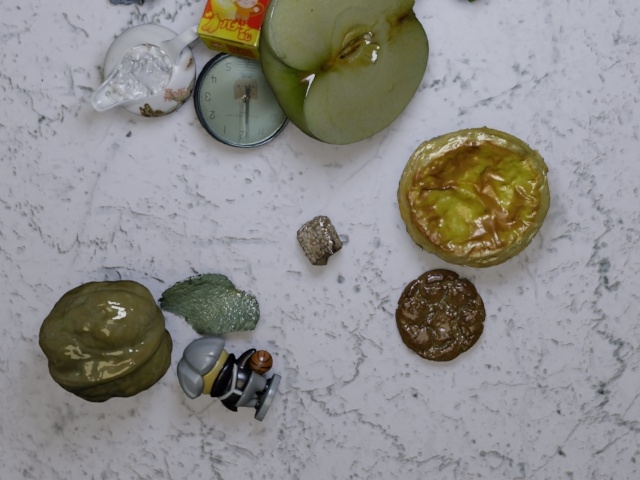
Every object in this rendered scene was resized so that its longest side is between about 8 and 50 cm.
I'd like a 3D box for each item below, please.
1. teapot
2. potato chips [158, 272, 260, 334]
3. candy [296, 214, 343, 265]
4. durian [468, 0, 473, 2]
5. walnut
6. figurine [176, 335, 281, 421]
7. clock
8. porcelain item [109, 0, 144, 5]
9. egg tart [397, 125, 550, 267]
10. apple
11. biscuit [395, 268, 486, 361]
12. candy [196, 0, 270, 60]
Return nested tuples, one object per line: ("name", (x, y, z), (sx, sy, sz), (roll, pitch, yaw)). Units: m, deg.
("teapot", (-0.372, -0.384, 1.827), (0.298, 0.139, 0.204), (-40, 94, 8))
("potato chips", (-0.261, 0.157, 1.955), (0.228, 0.059, 0.167), (32, 105, -9))
("candy", (0.000, 0.000, 1.907), (0.095, 0.085, 0.110), (-33, 87, 13))
("durian", (0.270, -0.686, 1.705), (0.204, 0.256, 0.339), (-26, 83, 19))
("walnut", (-0.484, 0.224, 1.871), (0.277, 0.253, 0.282), (-14, 100, 6))
("figurine", (-0.217, 0.314, 1.940), (0.236, 0.133, 0.176), (24, 99, -4))
("clock", (-0.171, -0.318, 1.852), (0.226, 0.049, 0.226), (-3, 102, -12))
("porcelain item", (-0.440, -0.547, 1.857), (0.083, 0.028, 0.036), (8, 83, 2))
("egg tart", (0.340, -0.100, 1.853), (0.341, 0.132, 0.341), (1, 100, 3))
("apple", (0.058, -0.404, 1.724), (0.360, 0.320, 0.311), (-35, 74, -22))
("biscuit", (0.284, 0.179, 1.947), (0.226, 0.042, 0.225), (0, 98, 2))
("candy", (-0.150, -0.536, 1.770), (0.146, 0.088, 0.276), (14, 83, 13))
